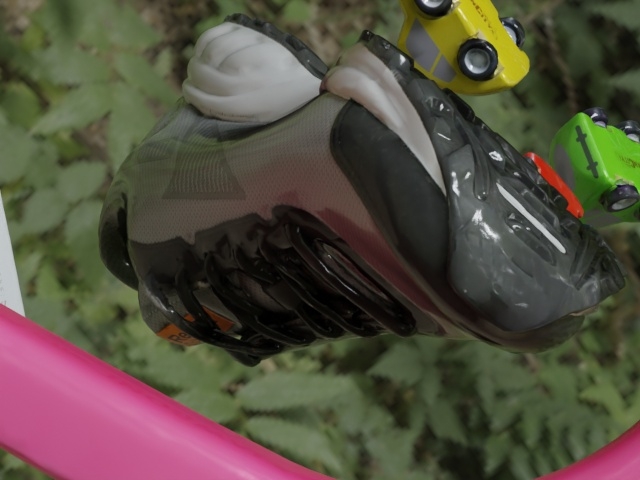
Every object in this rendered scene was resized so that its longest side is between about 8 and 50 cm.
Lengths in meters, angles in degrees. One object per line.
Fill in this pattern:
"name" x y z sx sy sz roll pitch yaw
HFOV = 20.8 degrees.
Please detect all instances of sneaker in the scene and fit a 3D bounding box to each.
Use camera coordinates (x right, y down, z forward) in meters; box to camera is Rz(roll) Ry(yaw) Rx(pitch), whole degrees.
"sneaker" 0.000 0.000 0.538 0.100 0.108 0.271 42 -7 -20

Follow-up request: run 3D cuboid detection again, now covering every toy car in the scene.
"toy car" 0.128 -0.044 0.976 0.225 0.053 0.239 16 51 -51

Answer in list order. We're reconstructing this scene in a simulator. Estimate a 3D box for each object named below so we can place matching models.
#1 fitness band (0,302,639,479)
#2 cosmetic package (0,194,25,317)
"fitness band" -0.012 -0.031 0.435 0.290 0.209 0.054 28 -2 7
"cosmetic package" -0.332 0.040 1.364 0.151 0.151 0.184 -12 91 -31
